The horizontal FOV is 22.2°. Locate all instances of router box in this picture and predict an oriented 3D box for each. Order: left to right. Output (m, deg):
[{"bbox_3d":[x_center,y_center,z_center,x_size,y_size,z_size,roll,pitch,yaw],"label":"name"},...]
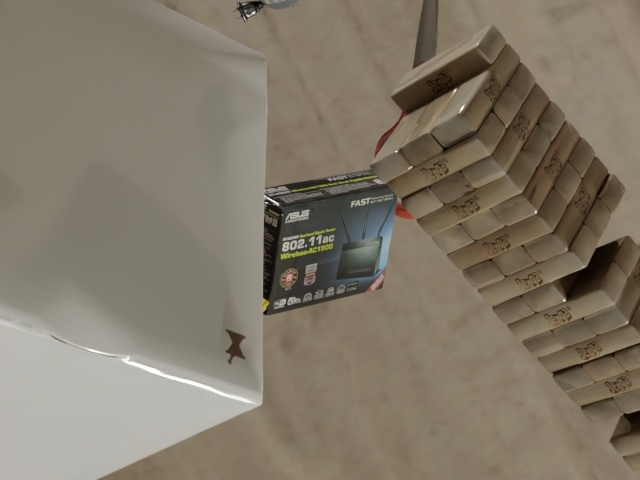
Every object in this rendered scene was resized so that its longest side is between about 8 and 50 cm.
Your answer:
[{"bbox_3d":[0.000,0.000,1.253,0.038,0.122,0.092,31,-57,42],"label":"router box"}]

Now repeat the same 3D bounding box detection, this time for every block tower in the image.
[{"bbox_3d":[0.173,0.018,1.113,0.091,0.097,0.335,-26,-69,44],"label":"block tower"}]

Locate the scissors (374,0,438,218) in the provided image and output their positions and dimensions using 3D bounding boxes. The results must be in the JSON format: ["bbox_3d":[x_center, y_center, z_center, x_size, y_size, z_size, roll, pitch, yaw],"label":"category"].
[{"bbox_3d":[0.090,-0.148,1.565,0.021,0.109,0.297,69,9,-56],"label":"scissors"}]

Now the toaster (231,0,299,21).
[{"bbox_3d":[-0.033,-0.337,1.598,0.146,0.227,0.129,48,7,-38],"label":"toaster"}]

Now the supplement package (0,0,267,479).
[{"bbox_3d":[-0.180,0.016,0.728,0.293,0.177,0.175,-27,-129,41],"label":"supplement package"}]

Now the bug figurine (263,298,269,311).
[{"bbox_3d":[-0.172,0.116,1.146,0.072,0.279,0.216,49,-26,7],"label":"bug figurine"}]
